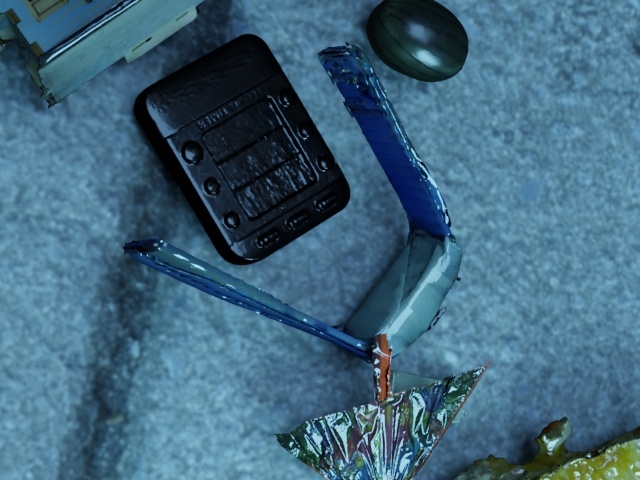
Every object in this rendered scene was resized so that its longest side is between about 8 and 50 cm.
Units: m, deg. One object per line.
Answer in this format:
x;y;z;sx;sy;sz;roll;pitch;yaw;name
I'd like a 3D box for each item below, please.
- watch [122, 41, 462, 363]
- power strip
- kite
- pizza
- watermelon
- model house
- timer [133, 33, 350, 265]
-0.005;0.012;1.635;0.276;0.068;0.274;-45;127;-20;watch
0.099;0.150;1.745;0.090;0.016;0.040;13;77;-24;power strip
0.062;0.171;1.690;0.232;0.009;0.189;-14;113;-26;kite
0.228;0.266;1.764;0.297;0.071;0.189;-11;99;-24;pizza
0.097;-0.194;1.766;0.110;0.078;0.078;23;72;-22;watermelon
-0.196;-0.275;1.577;0.271;0.178;0.206;-36;84;-4;model house
-0.072;-0.081;1.677;0.144;0.055;0.187;-32;94;-28;timer
